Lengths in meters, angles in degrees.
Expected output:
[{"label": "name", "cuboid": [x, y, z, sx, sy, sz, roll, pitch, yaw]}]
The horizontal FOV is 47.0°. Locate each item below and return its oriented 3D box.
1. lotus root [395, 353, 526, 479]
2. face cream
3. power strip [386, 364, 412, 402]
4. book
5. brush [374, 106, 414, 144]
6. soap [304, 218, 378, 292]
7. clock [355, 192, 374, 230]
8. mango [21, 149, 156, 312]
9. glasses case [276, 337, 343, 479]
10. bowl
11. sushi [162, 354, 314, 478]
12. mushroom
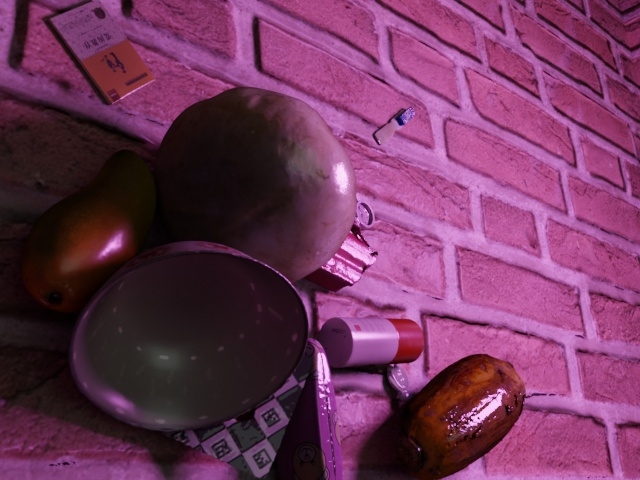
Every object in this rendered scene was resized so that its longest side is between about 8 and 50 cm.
[{"label": "lotus root", "cuboid": [0.293, 0.354, 1.514, 0.397, 0.196, 0.179, -22, 54, -41]}, {"label": "face cream", "cuboid": [0.105, 0.202, 1.465, 0.214, 0.095, 0.096, 6, 68, -43]}, {"label": "power strip", "cuboid": [0.161, 0.299, 1.531, 0.055, 0.035, 0.083, -2, 61, -45]}, {"label": "book", "cuboid": [-0.380, -0.332, 1.291, 0.172, 0.012, 0.118, 55, 45, -11]}, {"label": "brush", "cuboid": [0.186, -0.283, 1.807, 0.178, 0.030, 0.033, -45, 114, -45]}, {"label": "soap", "cuboid": [0.000, 0.000, 1.450, 0.250, 0.099, 0.162, 30, 53, -31]}, {"label": "clock", "cuboid": [0.068, -0.051, 1.581, 0.129, 0.041, 0.087, -40, 106, -51]}, {"label": "mango", "cuboid": [-0.335, -0.011, 1.106, 0.146, 0.129, 0.289, 42, 49, -6]}, {"label": "glasses case", "cuboid": [-0.025, 0.326, 1.265, 0.075, 0.123, 0.317, 10, 66, -42]}, {"label": "bowl", "cuboid": [-0.196, 0.111, 1.096, 0.337, 0.337, 0.157, 29, 22, -32]}, {"label": "sushi", "cuboid": [-0.157, 0.247, 1.203, 0.231, 0.047, 0.220, 26, 59, -4]}, {"label": "mushroom", "cuboid": [-0.110, -0.085, 1.227, 0.352, 0.352, 0.260, 63, 23, -3]}]
